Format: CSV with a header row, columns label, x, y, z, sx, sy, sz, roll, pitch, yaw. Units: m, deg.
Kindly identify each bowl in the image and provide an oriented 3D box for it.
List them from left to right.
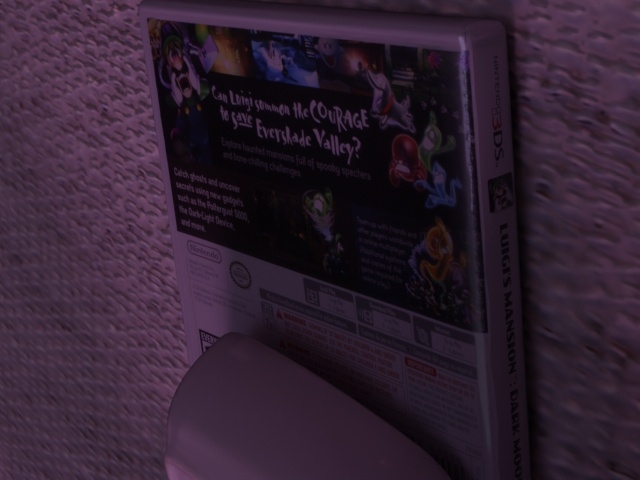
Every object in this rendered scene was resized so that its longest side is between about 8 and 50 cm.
label,x,y,z,sx,sy,sz,roll,pitch,yaw
bowl,-0.006,0.117,0.486,0.142,0.053,0.142,30,141,42

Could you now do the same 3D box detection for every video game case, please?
label,x,y,z,sx,sy,sz,roll,pitch,yaw
video game case,0.000,0.000,0.477,0.190,0.022,0.173,17,119,50
